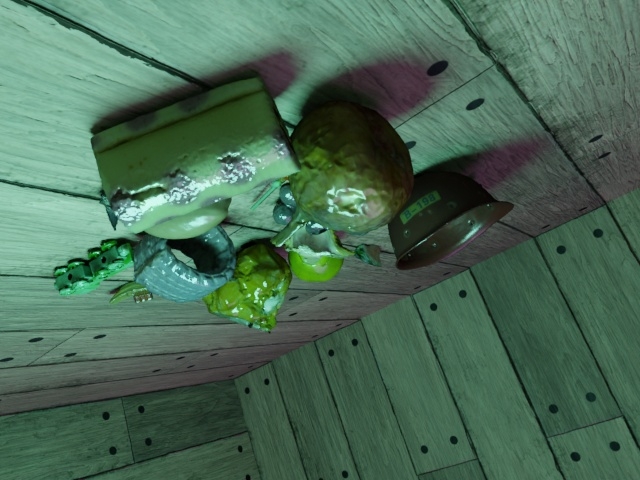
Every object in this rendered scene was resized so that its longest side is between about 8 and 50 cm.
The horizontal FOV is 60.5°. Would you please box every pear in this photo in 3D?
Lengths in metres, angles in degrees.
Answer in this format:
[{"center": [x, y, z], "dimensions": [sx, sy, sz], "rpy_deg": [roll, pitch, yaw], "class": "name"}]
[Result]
[{"center": [-0.012, 0.054, 1.799], "dimensions": [0.187, 0.187, 0.219], "rpy_deg": [-19, 167, -3], "class": "pear"}]

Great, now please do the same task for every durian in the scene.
[{"center": [-0.003, 0.010, 1.657], "dimensions": [0.224, 0.140, 0.078], "rpy_deg": [23, 157, 6], "class": "durian"}]

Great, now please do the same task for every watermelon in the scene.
[{"center": [0.178, 0.052, 2.186], "dimensions": [0.101, 0.080, 0.155], "rpy_deg": [11, 178, 26], "class": "watermelon"}]

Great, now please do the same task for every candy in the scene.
[{"center": [-0.103, -0.136, 1.347], "dimensions": [0.084, 0.078, 0.288], "rpy_deg": [24, 146, -21], "class": "candy"}]

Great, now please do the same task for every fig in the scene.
[{"center": [0.005, -0.111, 1.174], "dimensions": [0.369, 0.286, 0.286], "rpy_deg": [-36, 156, 25], "class": "fig"}]

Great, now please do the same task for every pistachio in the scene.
[{"center": [-0.311, -0.071, 1.254], "dimensions": [0.226, 0.135, 0.136], "rpy_deg": [-13, 161, 3], "class": "pistachio"}]

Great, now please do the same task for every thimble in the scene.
[{"center": [-0.349, 0.051, 1.406], "dimensions": [0.172, 0.205, 0.236], "rpy_deg": [-32, 158, 35], "class": "thimble"}]

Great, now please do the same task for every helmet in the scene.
[{"center": [0.352, -0.092, 1.672], "dimensions": [0.385, 0.230, 0.337], "rpy_deg": [-37, 157, 22], "class": "helmet"}]

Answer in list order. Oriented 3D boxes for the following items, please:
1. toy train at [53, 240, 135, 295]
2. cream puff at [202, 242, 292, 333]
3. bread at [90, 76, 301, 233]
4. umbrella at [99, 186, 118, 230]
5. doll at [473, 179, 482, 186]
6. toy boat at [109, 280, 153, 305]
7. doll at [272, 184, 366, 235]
[{"center": [-0.584, 0.077, 1.446], "dimensions": [0.251, 0.085, 0.119], "rpy_deg": [-24, 166, 17], "class": "toy train"}, {"center": [-0.243, 0.135, 1.762], "dimensions": [0.274, 0.269, 0.323], "rpy_deg": [14, 162, 9], "class": "cream puff"}, {"center": [-0.222, -0.155, 1.001], "dimensions": [0.338, 0.187, 0.155], "rpy_deg": [-21, 158, 1], "class": "bread"}, {"center": [-0.468, -0.075, 1.221], "dimensions": [0.044, 0.044, 0.269], "rpy_deg": [-40, 179, -24], "class": "umbrella"}, {"center": [0.500, -0.157, 1.893], "dimensions": [0.091, 0.067, 0.219], "rpy_deg": [-10, 167, 4], "class": "doll"}, {"center": [-0.570, 0.163, 1.712], "dimensions": [0.172, 0.066, 0.065], "rpy_deg": [-14, 163, -15], "class": "toy boat"}, {"center": [0.041, -0.076, 1.517], "dimensions": [0.340, 0.158, 0.246], "rpy_deg": [-4, 144, -32], "class": "doll"}]
